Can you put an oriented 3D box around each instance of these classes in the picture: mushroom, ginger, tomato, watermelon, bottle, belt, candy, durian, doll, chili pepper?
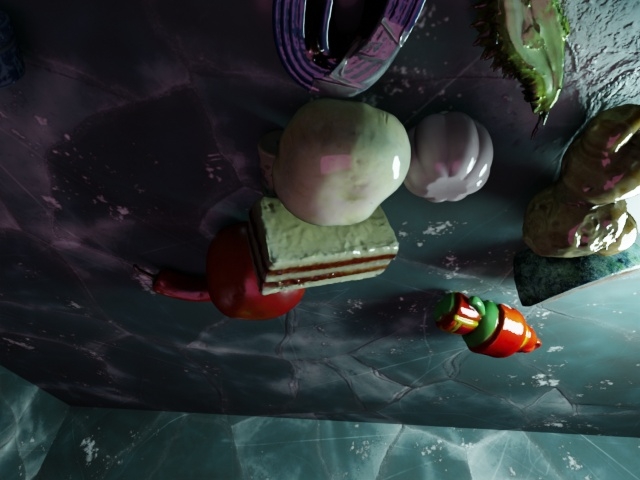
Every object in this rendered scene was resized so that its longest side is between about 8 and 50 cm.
[{"bbox_3d":[0.033,-0.160,0.753,0.260,0.234,0.254,-12,141,12],"label":"mushroom"},{"bbox_3d":[0.551,-0.101,0.805,0.256,0.176,0.375,-15,136,-2],"label":"ginger"},{"bbox_3d":[-0.176,0.098,1.092,0.298,0.226,0.298,2,136,2],"label":"tomato"},{"bbox_3d":[0.650,0.068,1.035,0.318,0.148,0.226,-19,152,9],"label":"watermelon"},{"bbox_3d":[-0.092,-0.136,0.906,0.110,0.097,0.209,18,141,12],"label":"bottle"},{"bbox_3d":[0.049,-0.388,0.580,0.212,0.117,0.347,15,137,-7],"label":"belt"},{"bbox_3d":[0.000,0.000,0.900,0.321,0.179,0.135,-6,146,-27],"label":"candy"},{"bbox_3d":[0.306,-0.323,0.620,0.132,0.106,0.375,-22,131,26],"label":"durian"},{"bbox_3d":[0.528,0.273,1.236,0.363,0.160,0.182,19,131,-14],"label":"doll"},{"bbox_3d":[-0.396,0.132,1.286,0.368,0.092,0.137,2,121,-4],"label":"chili pepper"}]

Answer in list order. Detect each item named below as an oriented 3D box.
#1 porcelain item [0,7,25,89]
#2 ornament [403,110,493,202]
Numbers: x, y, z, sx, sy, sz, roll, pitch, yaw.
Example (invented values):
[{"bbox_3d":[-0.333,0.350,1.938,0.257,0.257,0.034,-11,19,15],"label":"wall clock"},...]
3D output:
[{"bbox_3d":[-0.614,-0.346,0.702,0.147,0.147,0.114,15,140,-8],"label":"porcelain item"},{"bbox_3d":[0.242,-0.167,0.786,0.177,0.177,0.177,4,139,4],"label":"ornament"}]
